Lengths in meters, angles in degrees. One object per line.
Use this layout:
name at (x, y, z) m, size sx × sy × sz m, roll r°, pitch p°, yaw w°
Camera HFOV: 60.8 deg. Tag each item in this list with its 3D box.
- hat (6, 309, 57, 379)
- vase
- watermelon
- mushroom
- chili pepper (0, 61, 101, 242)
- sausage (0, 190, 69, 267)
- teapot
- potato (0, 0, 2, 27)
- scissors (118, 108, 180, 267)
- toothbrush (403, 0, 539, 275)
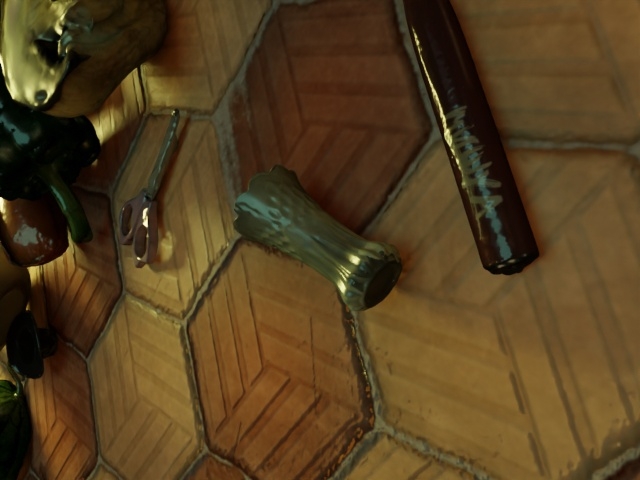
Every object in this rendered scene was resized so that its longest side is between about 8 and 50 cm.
hat at (-0.460, 0.165, 0.883) m, size 0.121 × 0.050 × 0.121 m, roll 0°, pitch 90°, yaw 37°
vase at (0.000, 0.000, 0.475) m, size 0.148 × 0.081 × 0.081 m, roll 34°, pitch 110°, yaw 33°
watermelon at (-0.608, 0.348, 0.956) m, size 0.232 × 0.127 × 0.204 m, roll -51°, pitch 54°, yaw 21°
mushroom at (-0.295, -0.275, 0.688) m, size 0.189 × 0.164 × 0.267 m, roll -43°, pitch 65°, yaw 36°
chili pepper at (-0.393, -0.120, 0.761) m, size 0.261 × 0.174 × 0.165 m, roll 45°, pitch 81°, yaw -5°
sausage at (-0.482, -0.094, 0.885) m, size 0.102 × 0.102 × 0.330 m, roll -45°, pitch 61°, yaw 30°
teapot at (-0.595, 0.141, 0.918) m, size 0.149 × 0.220 × 0.318 m, roll 21°, pitch 119°, yaw -2°
potato at (-0.630, -0.474, 0.963) m, size 0.304 × 0.216 × 0.216 m, roll 4°, pitch 91°, yaw 44°
scissors at (-0.212, -0.068, 0.696) m, size 0.110 × 0.021 × 0.212 m, roll 43°, pitch 115°, yaw 37°
toothbrush at (0.093, -0.149, 0.423) m, size 0.041 × 0.041 × 0.364 m, roll -26°, pitch 71°, yaw 38°
